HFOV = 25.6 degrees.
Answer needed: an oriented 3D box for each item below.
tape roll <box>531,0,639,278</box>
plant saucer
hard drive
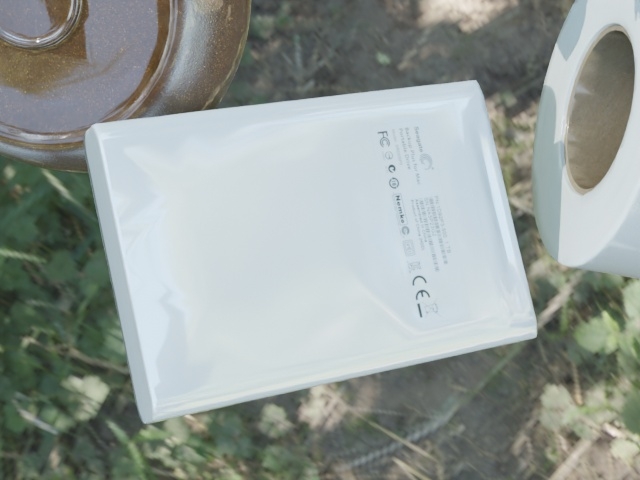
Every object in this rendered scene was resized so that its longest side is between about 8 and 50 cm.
[{"bbox_3d":[0.286,-0.086,1.084,0.169,0.246,0.246,10,68,-13],"label":"tape roll"},{"bbox_3d":[-0.203,-0.185,1.009,0.310,0.311,0.050,-10,22,21],"label":"plant saucer"},{"bbox_3d":[0.000,0.000,1.010,0.040,0.307,0.203,-24,77,63],"label":"hard drive"}]
